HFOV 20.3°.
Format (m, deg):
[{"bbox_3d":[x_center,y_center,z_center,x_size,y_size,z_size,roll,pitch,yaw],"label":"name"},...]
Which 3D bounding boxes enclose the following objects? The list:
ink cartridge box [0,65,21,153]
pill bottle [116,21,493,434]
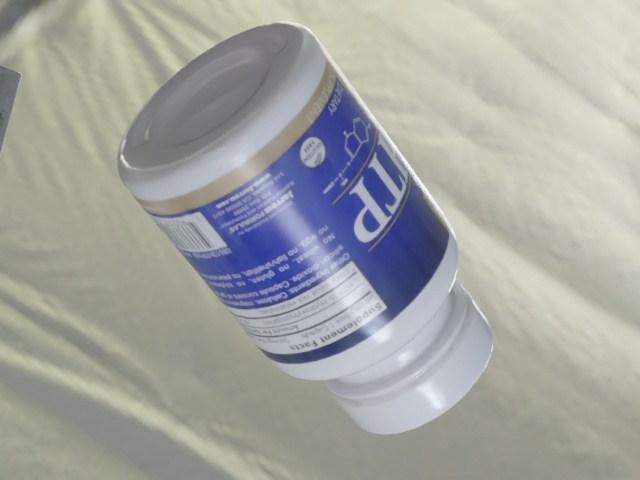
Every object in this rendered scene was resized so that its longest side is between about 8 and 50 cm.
[{"bbox_3d":[-0.189,-0.034,0.921,0.029,0.115,0.063,21,-133,-16],"label":"ink cartridge box"},{"bbox_3d":[0.000,0.000,0.846,0.187,0.112,0.112,52,-162,-28],"label":"pill bottle"}]
